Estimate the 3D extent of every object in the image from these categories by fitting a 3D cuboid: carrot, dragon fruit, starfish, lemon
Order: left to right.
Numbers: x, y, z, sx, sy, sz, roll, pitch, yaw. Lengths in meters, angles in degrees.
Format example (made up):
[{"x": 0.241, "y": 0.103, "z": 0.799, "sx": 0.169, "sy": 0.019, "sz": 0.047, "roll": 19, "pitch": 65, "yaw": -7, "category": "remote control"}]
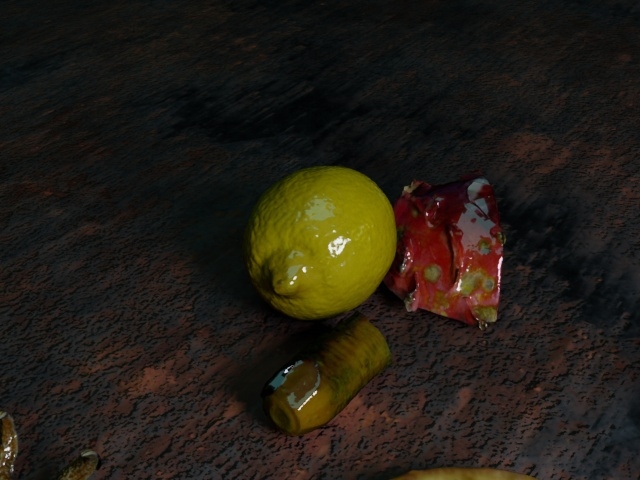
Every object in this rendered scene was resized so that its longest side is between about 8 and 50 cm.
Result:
[{"x": -0.276, "y": 0.245, "z": 0.787, "sx": 0.190, "sy": 0.074, "sz": 0.146, "roll": 24, "pitch": 43, "yaw": 33, "category": "starfish"}, {"x": 0.000, "y": 0.000, "z": 1.039, "sx": 0.187, "sy": 0.186, "sz": 0.244, "roll": 13, "pitch": 31, "yaw": 22, "category": "lemon"}, {"x": 0.012, "y": 0.142, "z": 0.920, "sx": 0.082, "sy": 0.082, "sz": 0.173, "roll": 24, "pitch": 42, "yaw": 33, "category": "carrot"}, {"x": 0.142, "y": -0.009, "z": 1.096, "sx": 0.161, "sy": 0.126, "sz": 0.274, "roll": -1, "pitch": 33, "yaw": 0, "category": "dragon fruit"}]

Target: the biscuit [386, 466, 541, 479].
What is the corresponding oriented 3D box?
[{"x": 0.127, "y": 0.284, "z": 0.737, "sx": 0.309, "sy": 0.040, "sz": 0.204, "roll": -4, "pitch": 34, "yaw": -4, "category": "biscuit"}]
